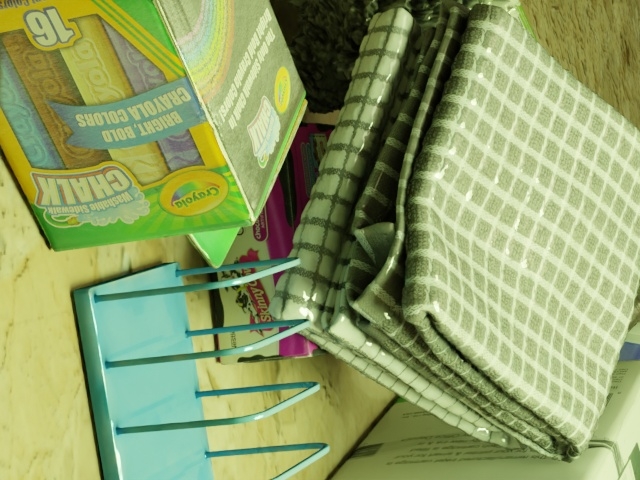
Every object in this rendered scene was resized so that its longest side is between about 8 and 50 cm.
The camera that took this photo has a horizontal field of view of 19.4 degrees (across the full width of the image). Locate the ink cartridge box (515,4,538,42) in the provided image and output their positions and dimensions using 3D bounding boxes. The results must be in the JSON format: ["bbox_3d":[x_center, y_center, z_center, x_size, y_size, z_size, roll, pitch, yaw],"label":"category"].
[{"bbox_3d":[0.140,-0.068,1.646,0.189,0.097,0.255,55,35,-48],"label":"ink cartridge box"}]

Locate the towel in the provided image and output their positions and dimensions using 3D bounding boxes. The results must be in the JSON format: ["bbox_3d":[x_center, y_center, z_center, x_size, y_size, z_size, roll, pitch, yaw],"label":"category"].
[{"bbox_3d":[0.118,-0.002,1.252,0.284,0.121,0.235,36,69,-46],"label":"towel"}]

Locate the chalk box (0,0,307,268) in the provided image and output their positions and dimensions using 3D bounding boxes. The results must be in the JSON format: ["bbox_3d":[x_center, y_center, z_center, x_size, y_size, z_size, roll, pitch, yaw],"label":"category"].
[{"bbox_3d":[-0.098,-0.083,1.053,0.132,0.132,0.213,-69,145,-50],"label":"chalk box"}]

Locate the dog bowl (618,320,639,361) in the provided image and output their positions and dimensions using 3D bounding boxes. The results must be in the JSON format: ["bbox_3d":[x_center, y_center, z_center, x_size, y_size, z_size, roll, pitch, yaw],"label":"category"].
[{"bbox_3d":[0.306,0.200,1.726,0.104,0.265,0.265,-56,136,-33],"label":"dog bowl"}]

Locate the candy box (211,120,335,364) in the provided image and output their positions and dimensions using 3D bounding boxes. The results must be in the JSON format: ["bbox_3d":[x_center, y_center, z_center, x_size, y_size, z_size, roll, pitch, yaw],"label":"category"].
[{"bbox_3d":[0.000,0.000,1.330,0.233,0.071,0.159,-1,85,-66],"label":"candy box"}]

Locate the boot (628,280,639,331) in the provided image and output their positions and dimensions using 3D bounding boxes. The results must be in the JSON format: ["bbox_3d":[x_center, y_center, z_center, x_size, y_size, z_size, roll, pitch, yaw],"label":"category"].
[{"bbox_3d":[0.191,0.062,1.678,0.229,0.263,0.091,-45,121,-23],"label":"boot"}]

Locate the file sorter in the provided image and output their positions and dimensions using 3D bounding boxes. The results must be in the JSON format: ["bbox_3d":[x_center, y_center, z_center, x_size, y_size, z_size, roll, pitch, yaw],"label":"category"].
[{"bbox_3d":[-0.062,0.099,1.116,0.118,0.104,0.170,-19,100,-67],"label":"file sorter"}]

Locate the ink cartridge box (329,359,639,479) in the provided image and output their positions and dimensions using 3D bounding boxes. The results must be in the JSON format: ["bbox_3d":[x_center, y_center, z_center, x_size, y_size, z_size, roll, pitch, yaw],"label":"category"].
[{"bbox_3d":[0.133,0.200,1.410,0.289,0.211,0.121,-40,121,-62],"label":"ink cartridge box"}]

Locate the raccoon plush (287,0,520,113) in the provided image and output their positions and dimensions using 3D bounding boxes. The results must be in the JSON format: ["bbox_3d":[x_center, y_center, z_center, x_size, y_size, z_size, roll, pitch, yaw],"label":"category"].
[{"bbox_3d":[0.002,-0.228,1.248,0.446,0.216,0.299,3,102,-53],"label":"raccoon plush"}]
